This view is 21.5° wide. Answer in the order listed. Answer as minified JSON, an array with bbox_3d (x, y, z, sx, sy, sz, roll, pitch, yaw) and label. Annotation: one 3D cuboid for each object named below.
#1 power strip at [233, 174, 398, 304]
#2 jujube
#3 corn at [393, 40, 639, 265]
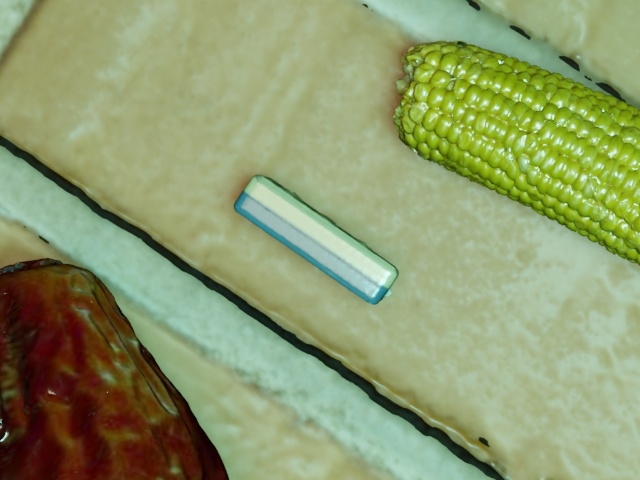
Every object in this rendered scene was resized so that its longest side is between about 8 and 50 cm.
[{"bbox_3d":[0.000,0.000,1.161,0.123,0.056,0.032,35,94,5],"label":"power strip"},{"bbox_3d":[-0.163,0.158,1.119,0.197,0.197,0.290,-22,79,7],"label":"jujube"},{"bbox_3d":[0.179,-0.051,1.116,0.293,0.106,0.106,25,93,7],"label":"corn"}]
